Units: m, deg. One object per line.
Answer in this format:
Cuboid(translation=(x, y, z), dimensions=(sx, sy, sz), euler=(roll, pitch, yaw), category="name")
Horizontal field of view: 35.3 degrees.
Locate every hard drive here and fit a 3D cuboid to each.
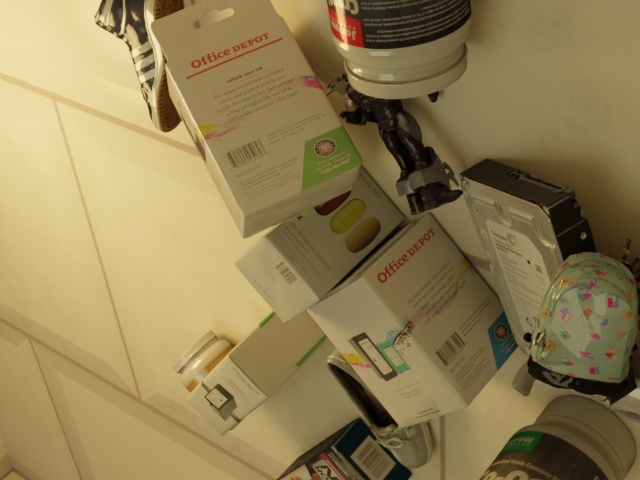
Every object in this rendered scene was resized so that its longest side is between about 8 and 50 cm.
Cuboid(translation=(0.330, 0.058, 1.480), dimensions=(0.237, 0.064, 0.339), euler=(34, 149, 62), category="hard drive")

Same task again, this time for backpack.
Cuboid(translation=(0.352, 0.109, 1.312), dimensions=(0.152, 0.115, 0.182), euler=(9, 116, 7), category="backpack")

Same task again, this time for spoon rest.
Cuboid(translation=(0.441, 0.225, 1.574), dimensions=(0.276, 0.084, 0.137), euler=(7, 160, 37), category="spoon rest")

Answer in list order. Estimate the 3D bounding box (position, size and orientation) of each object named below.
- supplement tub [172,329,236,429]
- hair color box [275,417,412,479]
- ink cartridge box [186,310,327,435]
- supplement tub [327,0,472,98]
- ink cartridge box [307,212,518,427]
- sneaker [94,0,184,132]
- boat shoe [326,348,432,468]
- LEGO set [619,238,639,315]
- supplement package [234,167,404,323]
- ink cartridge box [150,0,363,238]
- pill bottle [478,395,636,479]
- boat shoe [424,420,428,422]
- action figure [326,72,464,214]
Cuboid(translation=(-0.226, 0.318, 2.299), dimensions=(0.200, 0.144, 0.144), euler=(46, 144, 4), category="supplement tub")
Cuboid(translation=(0.042, 0.538, 2.260), dimensions=(0.174, 0.105, 0.347), euler=(47, 145, 3), category="hair color box")
Cuboid(translation=(-0.136, 0.265, 2.104), dimensions=(0.121, 0.211, 0.289), euler=(45, 145, 1), category="ink cartridge box")
Cuboid(translation=(0.099, -0.344, 1.317), dimensions=(0.191, 0.191, 0.272), euler=(18, 134, 35), category="supplement tub")
Cuboid(translation=(0.159, 0.136, 1.691), dimensions=(0.270, 0.198, 0.197), euler=(52, 145, -3), category="ink cartridge box")
Cuboid(translation=(-0.322, -0.342, 1.829), dimensions=(0.153, 0.099, 0.282), euler=(21, 129, 25), category="sneaker")
Cuboid(translation=(0.115, 0.332, 1.994), dimensions=(0.118, 0.103, 0.320), euler=(-5, 118, 48), category="boat shoe")
Cuboid(translation=(0.496, 0.077, 1.290), dimensions=(0.255, 0.192, 0.331), euler=(43, 144, 8), category="LEGO set")
Cuboid(translation=(0.000, 0.000, 1.689), dimensions=(0.139, 0.244, 0.134), euler=(49, 145, -3), category="supplement package")
Cuboid(translation=(-0.108, -0.209, 1.583), dimensions=(0.353, 0.207, 0.119), euler=(62, 168, 14), category="ink cartridge box")
Cuboid(translation=(0.353, 0.429, 1.619), dimensions=(0.204, 0.361, 0.204), euler=(27, 139, 26), category="pill bottle")
Cuboid(translation=(0.202, 0.288, 1.917), dimensions=(0.049, 0.043, 0.137), euler=(20, 134, 36), category="boat shoe")
Cuboid(translation=(0.115, -0.180, 1.538), dimensions=(0.185, 0.099, 0.285), euler=(-14, 105, 58), category="action figure")
